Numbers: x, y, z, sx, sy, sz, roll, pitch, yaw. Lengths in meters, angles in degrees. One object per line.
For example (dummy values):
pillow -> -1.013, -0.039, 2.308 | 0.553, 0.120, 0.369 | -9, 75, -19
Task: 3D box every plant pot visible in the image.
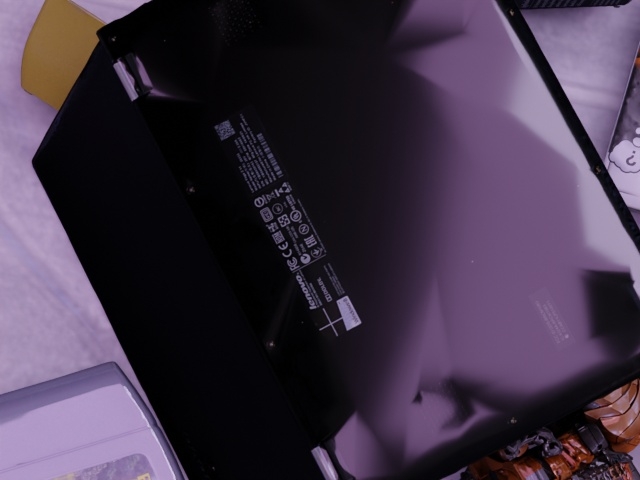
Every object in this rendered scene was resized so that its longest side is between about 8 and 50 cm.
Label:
plant pot -> -0.202, -0.147, 1.330 | 0.081, 0.081, 0.083 | 33, 93, 3

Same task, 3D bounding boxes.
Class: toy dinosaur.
toy dinosaur -> 0.178, 0.126, 1.271 | 0.218, 0.164, 0.322 | 40, 41, 3

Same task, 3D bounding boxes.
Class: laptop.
laptop -> 0.000, 0.000, 1.192 | 0.408, 0.236, 0.382 | -29, 84, 8

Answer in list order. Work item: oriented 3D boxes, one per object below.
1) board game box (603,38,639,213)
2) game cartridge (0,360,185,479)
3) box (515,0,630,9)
board game box -> 0.389, -0.083, 1.270 | 0.305, 0.053, 0.193 | 16, 90, 12
game cartridge -> -0.190, 0.255, 1.287 | 0.196, 0.060, 0.294 | -17, 83, -7
box -> 0.144, -0.263, 1.255 | 0.207, 0.108, 0.153 | -1, 86, 1
